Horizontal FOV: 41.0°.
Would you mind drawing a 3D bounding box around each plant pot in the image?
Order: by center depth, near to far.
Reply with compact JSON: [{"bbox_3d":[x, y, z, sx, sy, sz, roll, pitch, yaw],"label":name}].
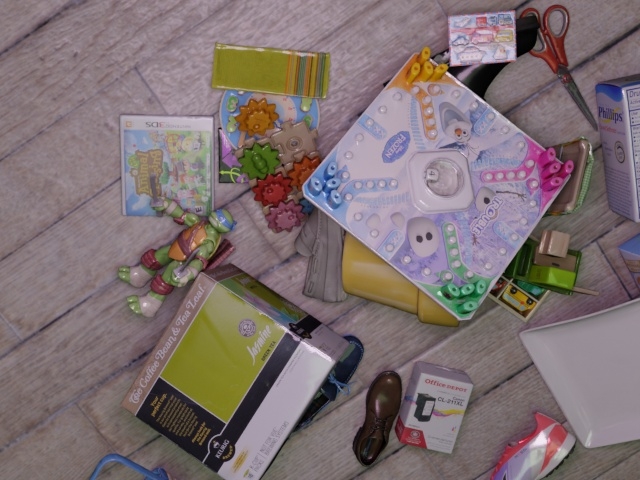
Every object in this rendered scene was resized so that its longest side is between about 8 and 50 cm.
[{"bbox_3d":[0.174,0.039,1.734,0.239,0.254,0.254,5,103,11],"label":"plant pot"}]

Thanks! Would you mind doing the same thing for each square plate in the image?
[{"bbox_3d":[0.668,0.288,1.885,0.347,0.049,0.344,-23,106,35],"label":"square plate"}]

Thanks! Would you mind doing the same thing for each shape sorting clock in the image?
[{"bbox_3d":[-0.104,-0.259,1.752,0.206,0.040,0.206,0,88,-6],"label":"shape sorting clock"}]

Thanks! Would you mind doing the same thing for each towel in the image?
[{"bbox_3d":[-0.100,-0.346,1.740,0.237,0.021,0.102,4,75,-5],"label":"towel"}]

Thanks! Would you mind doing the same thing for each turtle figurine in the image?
[{"bbox_3d":[-0.319,0.014,1.720,0.266,0.275,0.198,-45,82,19],"label":"turtle figurine"}]

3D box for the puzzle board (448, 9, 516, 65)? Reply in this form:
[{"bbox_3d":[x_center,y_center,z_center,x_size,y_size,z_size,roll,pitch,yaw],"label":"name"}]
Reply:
[{"bbox_3d":[0.313,-0.391,1.656,0.128,0.011,0.096,-2,98,11],"label":"puzzle board"}]

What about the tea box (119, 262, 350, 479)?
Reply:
[{"bbox_3d":[-0.169,0.271,1.758,0.323,0.220,0.329,34,99,6],"label":"tea box"}]

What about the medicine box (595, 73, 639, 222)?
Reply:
[{"bbox_3d":[0.743,-0.211,1.795,0.263,0.149,0.289,-11,103,-2],"label":"medicine box"}]

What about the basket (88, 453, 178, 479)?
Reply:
[{"bbox_3d":[-0.403,0.612,1.864,0.289,0.201,0.255,30,100,-20],"label":"basket"}]

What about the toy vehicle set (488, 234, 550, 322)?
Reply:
[{"bbox_3d":[0.398,0.041,1.883,0.267,0.035,0.166,34,98,-11],"label":"toy vehicle set"}]

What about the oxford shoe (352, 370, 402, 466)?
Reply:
[{"bbox_3d":[0.136,0.404,1.916,0.083,0.096,0.227,13,100,-6],"label":"oxford shoe"}]

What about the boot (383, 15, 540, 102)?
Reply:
[{"bbox_3d":[0.325,-0.279,1.752,0.348,0.131,0.260,-26,97,13],"label":"boot"}]

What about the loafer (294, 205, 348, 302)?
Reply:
[{"bbox_3d":[0.000,0.000,1.767,0.111,0.112,0.319,0,124,4],"label":"loafer"}]

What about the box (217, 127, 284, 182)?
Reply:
[{"bbox_3d":[-0.133,-0.178,1.794,0.162,0.029,0.116,-1,103,-6],"label":"box"}]

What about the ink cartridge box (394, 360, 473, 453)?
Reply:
[{"bbox_3d":[0.255,0.375,1.929,0.127,0.072,0.175,14,102,-7],"label":"ink cartridge box"}]

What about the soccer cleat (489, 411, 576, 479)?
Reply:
[{"bbox_3d":[0.447,0.538,1.979,0.116,0.108,0.318,42,100,10],"label":"soccer cleat"}]

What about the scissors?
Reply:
[{"bbox_3d":[0.503,-0.355,1.812,0.109,0.021,0.297,-21,105,-2],"label":"scissors"}]

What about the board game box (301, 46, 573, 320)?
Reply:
[{"bbox_3d":[0.230,-0.116,1.597,0.390,0.050,0.390,39,71,1],"label":"board game box"}]

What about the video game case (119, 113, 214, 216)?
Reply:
[{"bbox_3d":[-0.318,-0.156,1.787,0.193,0.023,0.212,0,103,-5],"label":"video game case"}]

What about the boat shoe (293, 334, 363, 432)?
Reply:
[{"bbox_3d":[0.013,0.328,1.890,0.109,0.089,0.258,32,98,-11],"label":"boat shoe"}]

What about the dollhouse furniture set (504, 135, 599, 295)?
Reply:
[{"bbox_3d":[0.521,-0.044,1.767,0.151,0.197,0.301,14,87,-15],"label":"dollhouse furniture set"}]

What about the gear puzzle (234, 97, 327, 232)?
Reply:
[{"bbox_3d":[-0.071,-0.151,1.720,0.175,0.044,0.339,-24,132,1],"label":"gear puzzle"}]

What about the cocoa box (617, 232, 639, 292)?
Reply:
[{"bbox_3d":[0.827,0.074,1.759,0.231,0.347,0.228,-32,102,-2],"label":"cocoa box"}]
